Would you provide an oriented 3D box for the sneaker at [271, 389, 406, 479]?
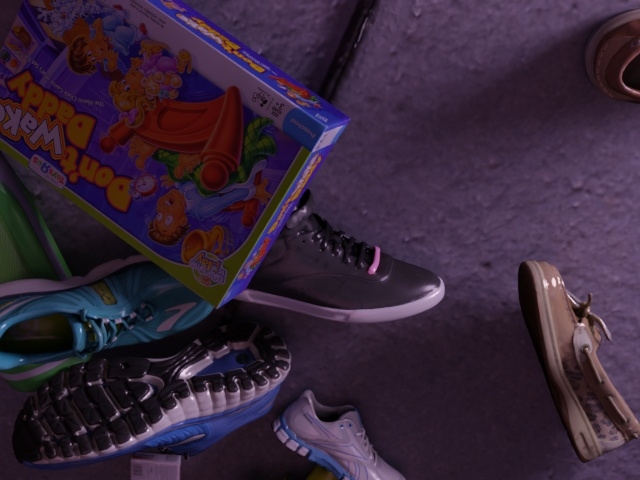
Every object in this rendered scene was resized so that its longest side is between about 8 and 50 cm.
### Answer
[{"bbox_3d":[0.037,0.254,1.301,0.190,0.071,0.083,33,105,-10],"label":"sneaker"}]

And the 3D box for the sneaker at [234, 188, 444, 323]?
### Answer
[{"bbox_3d":[0.000,0.000,1.174,0.296,0.104,0.147,8,118,5],"label":"sneaker"}]

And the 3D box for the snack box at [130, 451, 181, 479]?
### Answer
[{"bbox_3d":[-0.220,0.364,1.386,0.064,0.022,0.178,4,113,1],"label":"snack box"}]

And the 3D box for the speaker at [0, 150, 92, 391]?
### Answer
[{"bbox_3d":[-0.371,0.025,1.194,0.131,0.131,0.296,-17,113,11],"label":"speaker"}]

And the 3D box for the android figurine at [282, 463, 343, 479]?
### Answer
[{"bbox_3d":[-0.028,0.422,1.334,0.248,0.056,0.273,38,89,-7],"label":"android figurine"}]

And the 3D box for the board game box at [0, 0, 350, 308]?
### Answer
[{"bbox_3d":[-0.176,-0.126,1.095,0.347,0.078,0.233,35,112,8],"label":"board game box"}]

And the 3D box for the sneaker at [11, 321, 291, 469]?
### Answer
[{"bbox_3d":[-0.192,0.212,1.224,0.330,0.130,0.147,-13,138,-18],"label":"sneaker"}]

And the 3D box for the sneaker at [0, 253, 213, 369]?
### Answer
[{"bbox_3d":[-0.241,0.090,1.128,0.275,0.110,0.107,-13,111,-15],"label":"sneaker"}]

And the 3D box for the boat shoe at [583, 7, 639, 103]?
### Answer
[{"bbox_3d":[0.440,-0.196,1.058,0.324,0.116,0.123,-14,111,9],"label":"boat shoe"}]

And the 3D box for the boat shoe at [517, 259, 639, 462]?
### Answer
[{"bbox_3d":[0.303,0.134,1.221,0.089,0.104,0.285,-20,120,7],"label":"boat shoe"}]
